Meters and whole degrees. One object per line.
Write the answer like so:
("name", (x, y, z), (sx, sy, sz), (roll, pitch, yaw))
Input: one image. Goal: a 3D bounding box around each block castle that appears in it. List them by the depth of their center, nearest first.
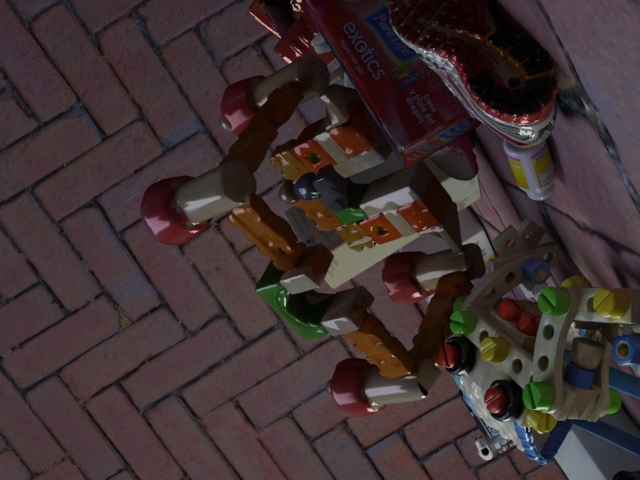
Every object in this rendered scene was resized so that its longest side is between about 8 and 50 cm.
("block castle", (0.000, 0.000, 1.150), (0.453, 0.212, 0.303), (46, -129, -23))

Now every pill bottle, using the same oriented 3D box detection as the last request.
("pill bottle", (0.222, -0.080, 0.870), (0.083, 0.043, 0.043), (57, -177, -45))

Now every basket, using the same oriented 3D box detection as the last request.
("basket", (0.333, 0.200, 1.131), (0.288, 0.201, 0.255), (27, 161, 33))

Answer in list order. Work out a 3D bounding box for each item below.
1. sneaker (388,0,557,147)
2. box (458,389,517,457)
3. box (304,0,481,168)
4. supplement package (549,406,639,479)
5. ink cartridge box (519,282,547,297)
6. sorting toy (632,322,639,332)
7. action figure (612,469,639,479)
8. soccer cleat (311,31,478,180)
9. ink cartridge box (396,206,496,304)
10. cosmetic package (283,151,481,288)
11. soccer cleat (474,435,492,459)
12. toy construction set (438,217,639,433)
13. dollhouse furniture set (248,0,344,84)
("sneaker", (0.138, -0.168, 0.777), (0.225, 0.088, 0.093), (61, -175, 33))
("box", (0.416, 0.329, 1.701), (0.060, 0.216, 0.270), (63, -176, 39))
("box", (0.089, -0.235, 1.037), (0.257, 0.122, 0.128), (59, -176, 10))
("supplement package", (0.454, 0.348, 1.309), (0.179, 0.105, 0.105), (-117, 20, -48))
("ink cartridge box", (0.348, 0.068, 1.382), (0.048, 0.028, 0.083), (59, -178, 9))
("sorting toy", (0.358, 0.145, 0.690), (0.208, 0.038, 0.193), (55, -178, 10))
("action figure", (0.489, 0.436, 1.145), (0.276, 0.141, 0.164), (50, 176, -23))
("soccer cleat", (0.107, -0.207, 1.248), (0.331, 0.143, 0.116), (59, -177, 14))
("ink cartridge box", (0.263, 0.032, 1.750), (0.233, 0.171, 0.168), (55, -176, -47))
("cosmetic package", (0.109, -0.060, 1.410), (0.113, 0.309, 0.160), (60, -176, 24))
("soccer cleat", (0.348, 0.447, 1.755), (0.036, 0.029, 0.083), (-110, -6, -51))
("toy construction set", (0.249, 0.093, 0.969), (0.151, 0.215, 0.328), (12, -162, -13))
("dollhouse furniture set", (0.045, -0.386, 1.702), (0.374, 0.152, 0.201), (33, -161, -42))
